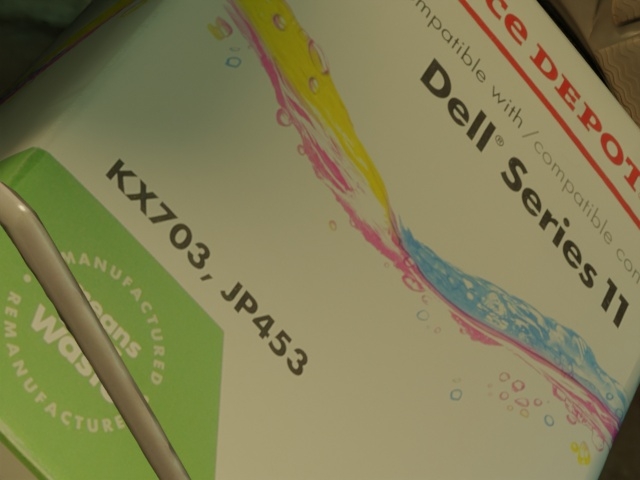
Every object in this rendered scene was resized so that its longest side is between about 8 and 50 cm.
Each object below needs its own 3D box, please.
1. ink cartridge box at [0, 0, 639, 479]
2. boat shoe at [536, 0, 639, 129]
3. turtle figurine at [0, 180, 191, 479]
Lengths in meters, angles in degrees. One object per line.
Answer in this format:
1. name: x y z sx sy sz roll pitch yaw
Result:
1. ink cartridge box: 0.000 0.000 0.589 0.207 0.119 0.353 48 44 -16
2. boat shoe: 0.149 -0.109 0.712 0.355 0.132 0.130 49 12 10
3. turtle figurine: -0.035 0.190 0.343 0.198 0.275 0.266 -35 50 -29
